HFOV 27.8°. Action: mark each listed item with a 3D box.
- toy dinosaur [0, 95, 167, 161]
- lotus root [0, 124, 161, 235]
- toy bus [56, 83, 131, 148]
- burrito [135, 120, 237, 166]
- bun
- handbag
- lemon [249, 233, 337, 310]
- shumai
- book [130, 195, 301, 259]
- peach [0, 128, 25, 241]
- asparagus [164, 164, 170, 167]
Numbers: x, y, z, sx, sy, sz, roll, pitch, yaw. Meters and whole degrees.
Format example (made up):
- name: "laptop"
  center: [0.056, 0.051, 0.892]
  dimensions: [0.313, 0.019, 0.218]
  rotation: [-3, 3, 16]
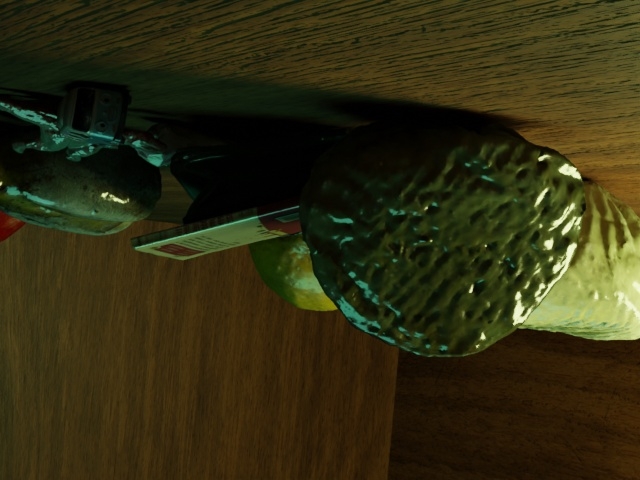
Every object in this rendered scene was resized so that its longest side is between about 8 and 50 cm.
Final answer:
- name: "toy dinosaur"
  center: [-0.319, -0.142, 1.538]
  dimensions: [0.167, 0.053, 0.242]
  rotation: [-2, 161, 33]
- name: "lotus root"
  center: [-0.362, -0.093, 1.758]
  dimensions: [0.158, 0.140, 0.322]
  rotation: [-19, 160, 41]
- name: "toy bus"
  center: [-0.253, -0.138, 1.435]
  dimensions: [0.075, 0.060, 0.123]
  rotation: [10, 178, -15]
- name: "burrito"
  center: [-0.169, -0.118, 1.703]
  dimensions: [0.064, 0.064, 0.203]
  rotation: [4, 177, 33]
- name: "bun"
  center: [0.333, 0.024, 1.903]
  dimensions: [0.349, 0.227, 0.352]
  rotation: [4, 174, 33]
- name: "handbag"
  center: [-0.063, -0.063, 1.701]
  dimensions: [0.238, 0.089, 0.326]
  rotation: [-11, 172, 0]
- name: "lemon"
  center: [0.001, 0.001, 2.085]
  dimensions: [0.236, 0.236, 0.263]
  rotation: [5, 147, 5]
- name: "shumai"
  center: [0.105, -0.036, 1.502]
  dimensions: [0.330, 0.292, 0.288]
  rotation: [14, -159, -21]
- name: "book"
  center: [-0.097, -0.015, 1.592]
  dimensions: [0.232, 0.022, 0.162]
  rotation: [-13, 171, 14]
- name: "peach"
  center: [-0.512, -0.077, 1.875]
  dimensions: [0.226, 0.190, 0.196]
  rotation: [-22, 153, -37]
- name: "asparagus"
  center: [-0.262, -0.127, 2.116]
  dimensions: [0.114, 0.014, 0.015]
  rotation: [8, 159, -37]
